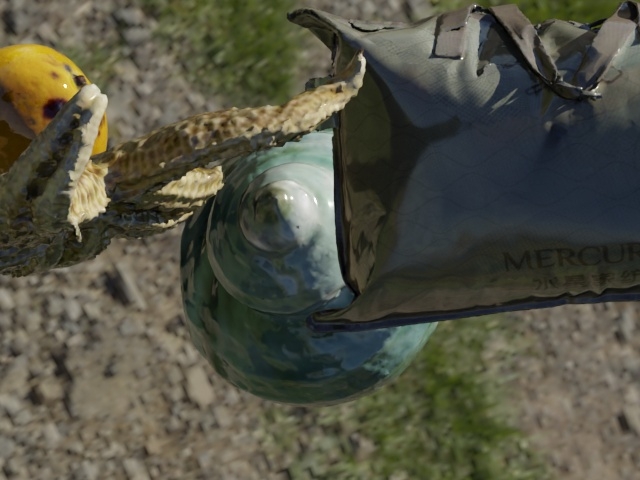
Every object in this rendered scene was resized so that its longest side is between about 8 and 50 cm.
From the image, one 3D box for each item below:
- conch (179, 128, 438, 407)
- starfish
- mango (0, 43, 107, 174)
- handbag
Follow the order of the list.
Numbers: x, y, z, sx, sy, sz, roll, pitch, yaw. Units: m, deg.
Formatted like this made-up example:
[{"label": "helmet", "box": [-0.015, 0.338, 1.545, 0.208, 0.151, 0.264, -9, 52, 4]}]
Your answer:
[{"label": "conch", "box": [0.000, 0.000, 1.115, 0.195, 0.220, 0.277, 38, 5, 15]}, {"label": "starfish", "box": [-0.106, -0.022, 0.749, 0.236, 0.277, 0.062, 15, 55, -84]}, {"label": "mango", "box": [-0.209, -0.058, 1.198, 0.115, 0.178, 0.090, 17, 38, -11]}, {"label": "handbag", "box": [0.119, -0.047, 0.816, 0.117, 0.270, 0.182, -20, 105, -80]}]
